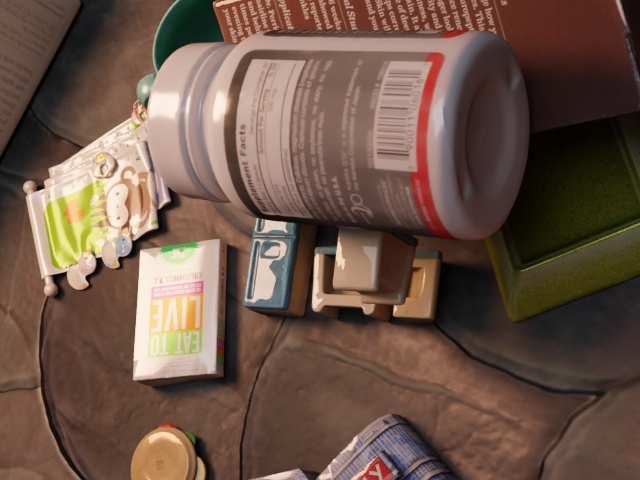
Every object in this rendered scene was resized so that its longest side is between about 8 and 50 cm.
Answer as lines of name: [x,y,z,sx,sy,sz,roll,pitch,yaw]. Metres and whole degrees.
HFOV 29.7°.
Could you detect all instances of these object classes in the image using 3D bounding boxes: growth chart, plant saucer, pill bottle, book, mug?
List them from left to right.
growth chart: [-0.241,-0.053,1.363,0.237,0.021,0.172,-34,63,16]
book: [-0.145,0.076,1.268,0.096,0.035,0.144,-9,69,22]
mug: [-0.110,-0.196,1.290,0.157,0.097,0.130,1,76,29]
pill bottle: [0.011,-0.091,0.983,0.283,0.161,0.161,6,78,31]
plant saucer: [0.224,-0.046,1.094,0.188,0.045,0.188,-23,65,20]

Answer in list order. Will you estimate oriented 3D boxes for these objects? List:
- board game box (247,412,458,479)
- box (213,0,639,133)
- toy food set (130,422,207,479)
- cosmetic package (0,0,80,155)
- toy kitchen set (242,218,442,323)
board game box: [0.026,0.257,1.100,0.194,0.060,0.194,-48,60,7]
box: [0.108,-0.182,1.069,0.381,0.143,0.191,-9,103,37]
toy food set: [-0.158,0.229,1.231,0.083,0.020,0.083,-34,61,16]
cosmetic package: [-0.509,-0.154,1.456,0.230,0.161,0.453,28,89,32]
toy kitchen set: [0.000,0.000,1.130,0.207,0.166,0.122,1,76,29]
